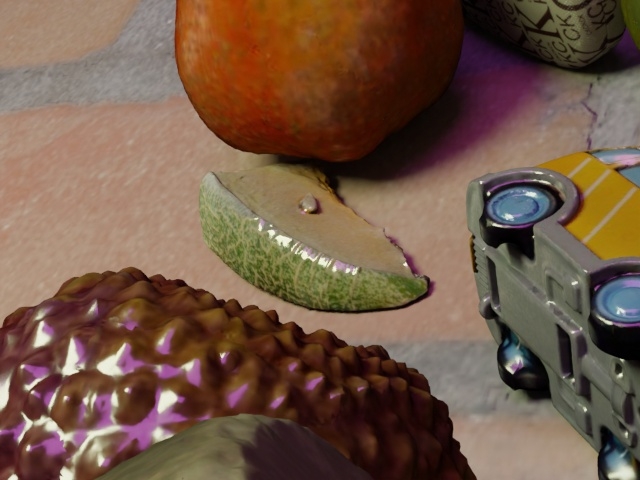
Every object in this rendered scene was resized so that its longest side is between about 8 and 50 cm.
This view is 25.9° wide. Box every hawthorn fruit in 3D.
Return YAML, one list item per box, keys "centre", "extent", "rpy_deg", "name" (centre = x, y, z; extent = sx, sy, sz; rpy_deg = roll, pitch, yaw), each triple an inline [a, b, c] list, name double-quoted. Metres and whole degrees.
- centre: [-0.012, -0.190, 0.984]
  extent: [0.210, 0.262, 0.210]
  rpy_deg: [-14, 29, 8]
  name: "hawthorn fruit"

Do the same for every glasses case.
- centre: [0.117, -0.245, 1.095]
  extent: [0.085, 0.137, 0.355]
  rpy_deg: [-31, 38, -10]
  name: "glasses case"

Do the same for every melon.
- centre: [-0.008, 0.001, 0.939]
  extent: [0.098, 0.054, 0.182]
  rpy_deg: [-17, 34, -20]
  name: "melon"

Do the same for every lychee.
- centre: [-0.068, 0.151, 0.623]
  extent: [0.271, 0.271, 0.271]
  rpy_deg: [-14, 37, 11]
  name: "lychee"

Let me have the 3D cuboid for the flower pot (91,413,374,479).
- centre: [-0.078, 0.228, 0.391]
  extent: [0.330, 0.293, 0.293]
  rpy_deg: [-43, 36, 8]
  name: "flower pot"

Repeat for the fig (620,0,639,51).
- centre: [0.279, -0.180, 0.899]
  extent: [0.181, 0.191, 0.181]
  rpy_deg: [-6, 59, 11]
  name: "fig"

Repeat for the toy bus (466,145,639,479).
- centre: [0.175, 0.036, 0.732]
  extent: [0.136, 0.126, 0.209]
  rpy_deg: [-21, 36, -14]
  name: "toy bus"
